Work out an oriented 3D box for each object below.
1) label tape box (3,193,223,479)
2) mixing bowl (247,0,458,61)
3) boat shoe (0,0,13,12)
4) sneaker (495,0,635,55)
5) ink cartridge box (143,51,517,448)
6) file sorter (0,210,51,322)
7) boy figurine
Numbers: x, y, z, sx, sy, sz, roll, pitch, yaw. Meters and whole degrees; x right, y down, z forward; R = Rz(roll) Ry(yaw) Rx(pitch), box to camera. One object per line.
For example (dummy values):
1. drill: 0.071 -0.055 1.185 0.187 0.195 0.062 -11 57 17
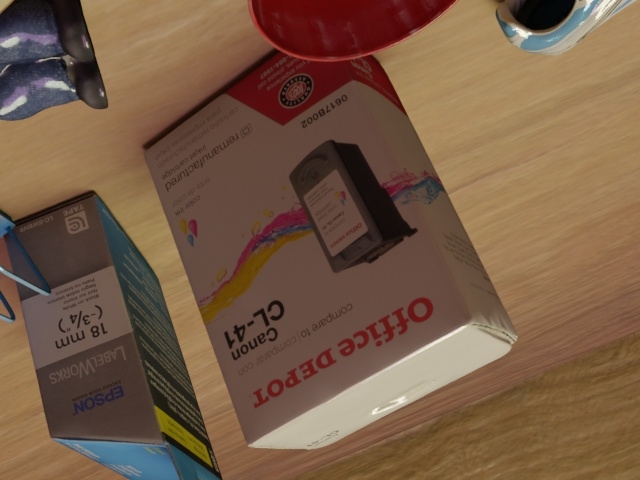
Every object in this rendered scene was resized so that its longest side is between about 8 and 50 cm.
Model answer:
1. label tape box: -0.196 0.155 0.899 0.106 0.333 0.240 -21 155 -3
2. mixing bowl: 0.022 -0.222 0.611 0.182 0.098 0.181 -18 155 -9
3. boat shoe: -0.298 -0.145 0.470 0.341 0.121 0.110 -23 154 6
4. sneaker: 0.256 -0.249 0.766 0.237 0.085 0.086 -41 154 31
5. ink cartridge box: 0.000 0.000 0.786 0.226 0.306 0.131 -32 154 19
6. file sorter: -0.347 0.048 0.778 0.170 0.104 0.118 -37 160 -3
7. boy figurine: -0.294 -0.098 0.606 0.285 0.092 0.177 -18 155 -9
